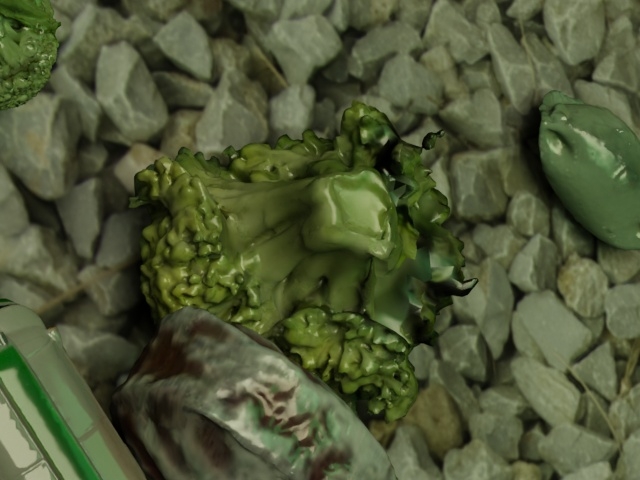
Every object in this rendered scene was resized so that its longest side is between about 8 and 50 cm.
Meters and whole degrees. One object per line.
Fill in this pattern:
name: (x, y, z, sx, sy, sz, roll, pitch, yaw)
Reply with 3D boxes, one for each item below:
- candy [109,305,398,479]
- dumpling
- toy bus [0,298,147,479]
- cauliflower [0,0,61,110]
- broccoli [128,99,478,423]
candy: (-0.061, 0.194, 1.618, 0.289, 0.214, 0.157, 46, 60, -23)
dumpling: (0.327, -0.087, 1.978, 0.216, 0.105, 0.149, 49, 62, -7)
toy bus: (-0.258, 0.199, 1.582, 0.143, 0.179, 0.305, -33, 93, -28)
cauliflower: (-0.351, -0.266, 1.613, 0.275, 0.250, 0.272, 17, 73, -26)
broccoli: (-0.006, -0.010, 1.697, 0.348, 0.281, 0.293, 30, 71, -15)
